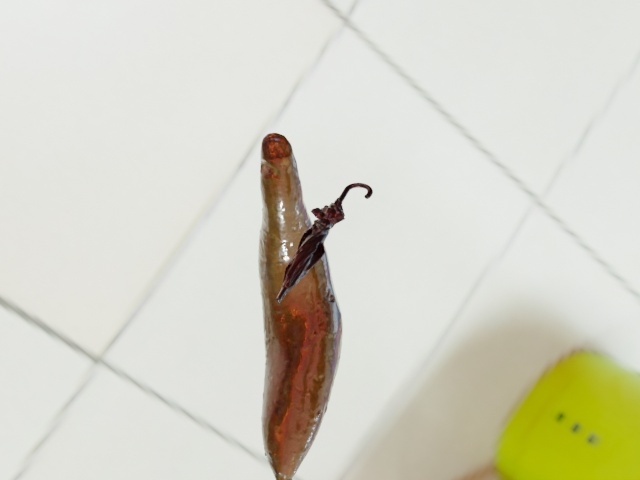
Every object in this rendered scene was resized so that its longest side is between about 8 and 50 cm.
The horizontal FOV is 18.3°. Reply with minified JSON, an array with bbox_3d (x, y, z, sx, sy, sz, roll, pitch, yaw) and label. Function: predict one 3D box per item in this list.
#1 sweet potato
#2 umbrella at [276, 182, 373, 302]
[{"bbox_3d":[-0.022,0.060,1.915,0.108,0.079,0.346,-61,149,-74],"label":"sweet potato"},{"bbox_3d":[-0.003,-0.001,1.064,0.122,0.022,0.013,-51,145,-50],"label":"umbrella"}]
